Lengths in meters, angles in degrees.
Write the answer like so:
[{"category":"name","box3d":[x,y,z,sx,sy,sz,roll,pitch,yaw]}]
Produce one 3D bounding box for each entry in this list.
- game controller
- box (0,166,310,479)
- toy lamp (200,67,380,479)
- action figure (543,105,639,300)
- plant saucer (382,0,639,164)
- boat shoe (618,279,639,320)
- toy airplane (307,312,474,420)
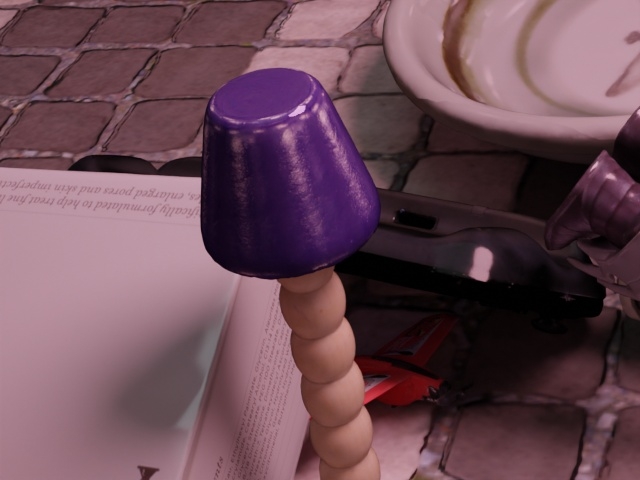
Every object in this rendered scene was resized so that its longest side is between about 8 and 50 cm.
[{"category":"game controller","box3d":[0.000,0.000,0.959,0.319,0.067,0.166,11,9,32]},{"category":"box","box3d":[-0.107,0.070,0.828,0.181,0.119,0.182,5,65,23]},{"category":"toy lamp","box3d":[0.001,0.053,0.735,0.080,0.275,0.080,-9,32,6]},{"category":"action figure","box3d":[0.253,0.040,0.801,0.285,0.099,0.185,36,60,18]},{"category":"plant saucer","box3d":[0.245,-0.151,1.106,0.400,0.100,0.400,-15,34,11]},{"category":"boat shoe","box3d":[0.268,-0.009,0.923,0.227,0.081,0.068,-25,31,-24]},{"category":"toy airplane","box3d":[0.013,0.073,0.924,0.151,0.028,0.151,-1,22,0]}]
